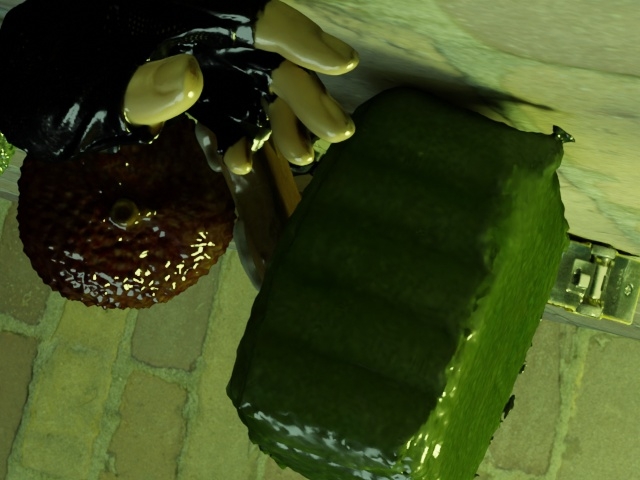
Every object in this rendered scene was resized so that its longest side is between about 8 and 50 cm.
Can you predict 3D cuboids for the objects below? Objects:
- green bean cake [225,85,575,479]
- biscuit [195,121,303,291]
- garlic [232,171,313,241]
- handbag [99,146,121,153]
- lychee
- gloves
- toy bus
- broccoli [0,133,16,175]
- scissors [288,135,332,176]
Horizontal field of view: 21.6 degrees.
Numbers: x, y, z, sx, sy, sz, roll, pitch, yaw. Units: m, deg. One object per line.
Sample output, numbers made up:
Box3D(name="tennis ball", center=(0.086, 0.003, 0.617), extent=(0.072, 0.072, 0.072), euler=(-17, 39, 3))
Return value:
Box3D(name="green bean cake", center=(0.056, 0.046, 1.104), extent=(0.156, 0.247, 0.250), euler=(20, 168, 18))
Box3D(name="biscuit", center=(-0.031, -0.004, 1.301), extent=(0.049, 0.197, 0.301), euler=(-18, 167, 7))
Box3D(name="garlic", center=(0.000, 0.000, 1.656), extent=(0.194, 0.131, 0.127), euler=(20, -158, -49))
Box3D(name="handbag", center=(-0.205, -0.117, 1.174), extent=(0.115, 0.072, 0.139), euler=(12, 171, 42))
Box3D(name="lychee", center=(-0.168, -0.034, 1.419), extent=(0.194, 0.194, 0.194), euler=(14, 176, 1))
Box3D(name="gloves", center=(-0.071, -0.087, 0.860), extent=(0.203, 0.124, 0.164), euler=(-12, -172, 25))
Box3D(name="toy bus", center=(0.227, 0.026, 1.670), extent=(0.226, 0.081, 0.074), euler=(13, -178, -36))
Box3D(name="broccoli", center=(-0.426, -0.086, 1.619), extent=(0.226, 0.176, 0.198), euler=(22, 163, 31))
Box3D(name="scissors", center=(0.006, -0.075, 1.377), extent=(0.109, 0.022, 0.300), euler=(12, 176, -7))
